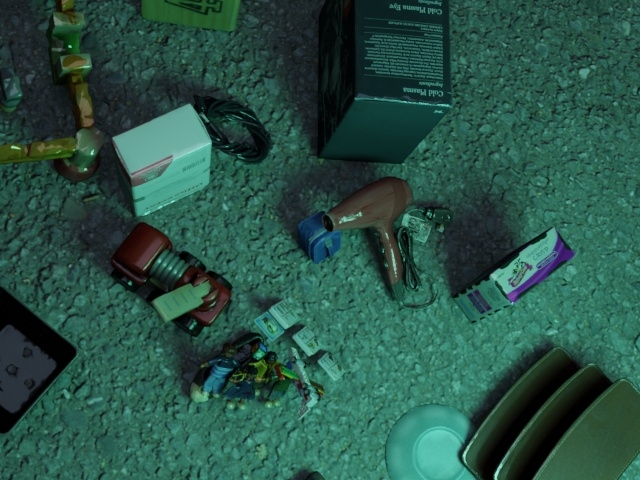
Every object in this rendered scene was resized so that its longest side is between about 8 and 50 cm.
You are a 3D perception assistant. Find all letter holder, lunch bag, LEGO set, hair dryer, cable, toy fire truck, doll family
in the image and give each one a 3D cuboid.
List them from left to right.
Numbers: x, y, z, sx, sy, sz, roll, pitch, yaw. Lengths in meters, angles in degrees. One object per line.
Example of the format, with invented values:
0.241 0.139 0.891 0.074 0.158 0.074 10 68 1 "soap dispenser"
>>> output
-0.269 0.069 1.864 0.217 0.246 0.158 37 74 0 "toy fire truck"
-0.159 -0.207 2.002 0.184 0.047 0.151 22 32 -38 "cable"
-0.126 0.239 1.902 0.193 0.111 0.076 0 41 -40 "doll family"
-0.056 0.208 1.894 0.060 0.244 0.182 -43 86 16 "LEGO set"
0.000 0.000 2.005 0.067 0.098 0.065 -31 65 -13 "lunch bag"
0.132 -0.008 1.989 0.293 0.080 0.224 23 71 -27 "hair dryer"
0.435 0.359 1.943 0.302 0.152 0.214 -45 98 -16 "letter holder"

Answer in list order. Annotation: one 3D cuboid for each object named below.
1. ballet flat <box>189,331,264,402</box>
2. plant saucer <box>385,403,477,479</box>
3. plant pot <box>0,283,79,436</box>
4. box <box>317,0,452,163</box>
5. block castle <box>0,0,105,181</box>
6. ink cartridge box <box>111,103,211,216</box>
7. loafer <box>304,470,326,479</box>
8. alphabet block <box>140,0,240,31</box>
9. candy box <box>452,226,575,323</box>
-0.174 0.228 1.944 0.057 0.049 0.173 46 74 2 "ballet flat"
0.218 0.400 1.977 0.194 0.037 0.195 2 77 -8 "plant saucer"
-0.539 0.213 1.827 0.188 0.167 0.187 39 74 2 "plant pot"
0.110 -0.341 1.973 0.178 0.343 0.313 2 76 -10 "box"
-0.576 -0.323 1.931 0.303 0.213 0.453 -9 85 -23 "block castle"
-0.285 -0.141 1.925 0.158 0.218 0.092 -26 76 -14 "ink cartridge box"
0.088 0.519 1.895 0.302 0.109 0.095 30 70 1 "loafer"
-0.241 -0.534 2.036 0.193 0.197 0.192 5 76 -8 "alphabet block"
0.354 0.068 1.974 0.159 0.233 0.071 -35 85 -16 "candy box"
